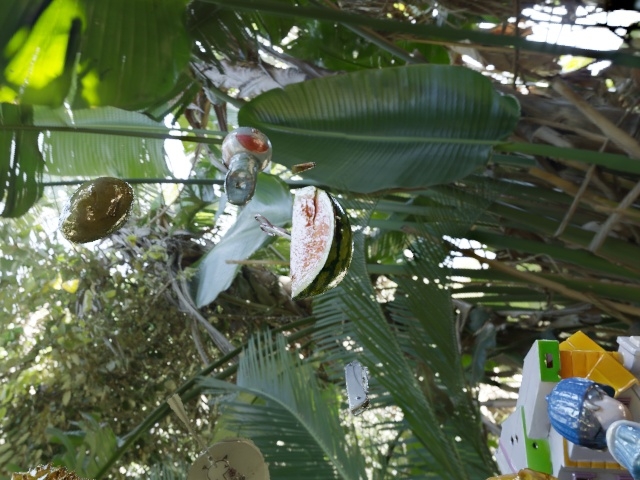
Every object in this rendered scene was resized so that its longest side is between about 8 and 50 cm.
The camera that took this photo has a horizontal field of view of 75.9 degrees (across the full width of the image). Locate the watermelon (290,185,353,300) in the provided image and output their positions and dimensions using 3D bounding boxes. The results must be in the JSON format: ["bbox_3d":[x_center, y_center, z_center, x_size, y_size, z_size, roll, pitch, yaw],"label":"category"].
[{"bbox_3d":[0.013,-0.010,0.989,0.159,0.304,0.128,5,-24,-8],"label":"watermelon"}]

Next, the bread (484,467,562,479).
[{"bbox_3d":[0.295,0.427,0.508,0.146,0.268,0.269,-53,-19,-73],"label":"bread"}]

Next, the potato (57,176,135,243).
[{"bbox_3d":[-0.625,-0.084,1.148,0.178,0.160,0.235,-44,18,39],"label":"potato"}]

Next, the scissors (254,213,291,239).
[{"bbox_3d":[-0.111,-0.023,1.132,0.022,0.176,0.086,-51,-35,-25],"label":"scissors"}]

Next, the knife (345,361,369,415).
[{"bbox_3d":[0.109,0.421,1.193,0.073,0.265,0.041,-23,-85,6],"label":"knife"}]

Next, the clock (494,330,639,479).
[{"bbox_3d":[0.465,0.304,0.724,0.234,0.166,0.310,2,-73,1],"label":"clock"}]

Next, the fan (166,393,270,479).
[{"bbox_3d":[-0.304,0.605,1.140,0.233,0.012,0.415,-37,-82,-27],"label":"fan"}]

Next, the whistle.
[{"bbox_3d":[-0.262,-0.273,1.439,0.189,0.188,0.348,54,-150,-48],"label":"whistle"}]

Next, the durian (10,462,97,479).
[{"bbox_3d":[-0.505,0.488,0.656,0.183,0.137,0.250,-61,-2,36],"label":"durian"}]

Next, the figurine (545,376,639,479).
[{"bbox_3d":[0.319,0.211,0.439,0.087,0.149,0.086,-33,-67,-1],"label":"figurine"}]

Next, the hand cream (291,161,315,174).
[{"bbox_3d":[-0.060,-0.260,1.459,0.102,0.022,0.035,-22,-45,-37],"label":"hand cream"}]
